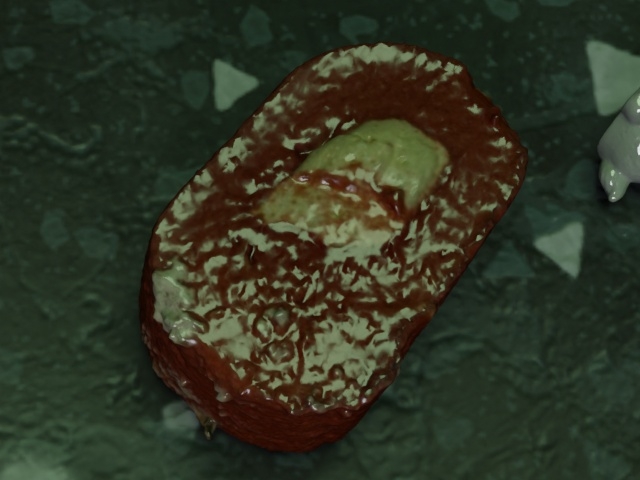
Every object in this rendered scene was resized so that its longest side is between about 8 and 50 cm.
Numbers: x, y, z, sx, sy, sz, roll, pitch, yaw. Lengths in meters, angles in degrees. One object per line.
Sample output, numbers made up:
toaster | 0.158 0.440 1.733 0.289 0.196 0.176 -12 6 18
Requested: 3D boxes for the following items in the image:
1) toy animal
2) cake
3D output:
toy animal | 0.279 -0.024 1.352 0.181 0.131 0.127 40 99 16
cake | 0.000 0.000 1.250 0.177 0.151 0.283 36 71 2
